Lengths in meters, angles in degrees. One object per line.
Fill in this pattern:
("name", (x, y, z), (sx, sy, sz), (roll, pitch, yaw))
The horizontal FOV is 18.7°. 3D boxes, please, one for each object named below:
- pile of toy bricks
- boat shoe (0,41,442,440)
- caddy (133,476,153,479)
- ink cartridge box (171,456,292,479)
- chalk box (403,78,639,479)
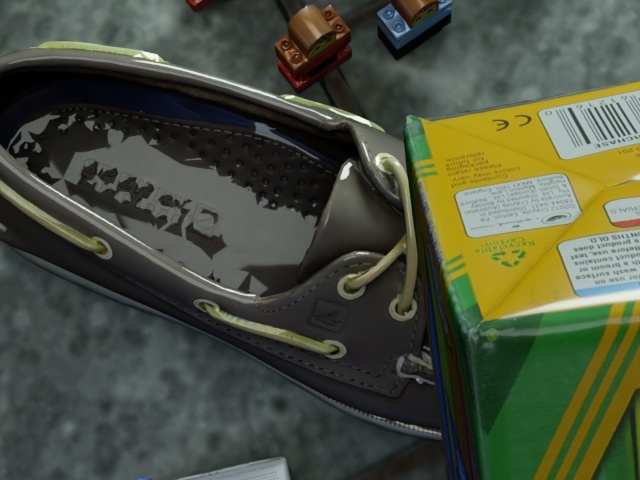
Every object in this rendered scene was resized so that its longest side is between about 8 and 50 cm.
("pile of toy bricks", (0.034, -0.165, 0.855), (0.212, 0.105, 0.118), (-36, 77, -7))
("boat shoe", (0.000, 0.000, 0.816), (0.324, 0.097, 0.116), (20, 76, 8))
("caddy", (-0.144, 0.237, 0.681), (0.179, 0.241, 0.341), (41, 89, 5))
("ink cartridge box", (-0.032, 0.153, 0.813), (0.063, 0.029, 0.115), (-12, 76, -1))
("chalk box", (0.142, 0.103, 0.712), (0.180, 0.179, 0.289), (-10, 116, 0))
